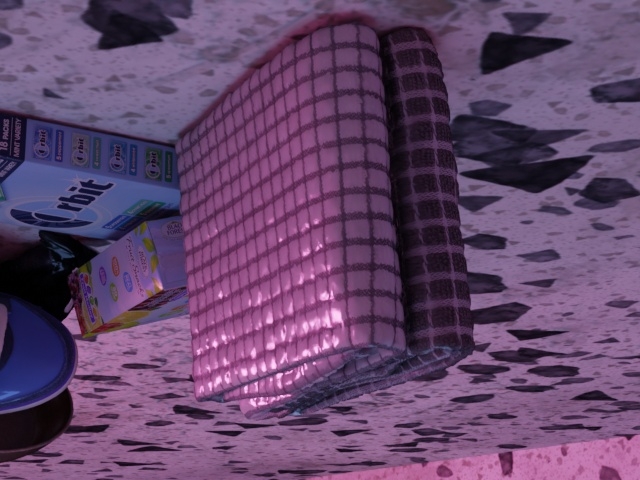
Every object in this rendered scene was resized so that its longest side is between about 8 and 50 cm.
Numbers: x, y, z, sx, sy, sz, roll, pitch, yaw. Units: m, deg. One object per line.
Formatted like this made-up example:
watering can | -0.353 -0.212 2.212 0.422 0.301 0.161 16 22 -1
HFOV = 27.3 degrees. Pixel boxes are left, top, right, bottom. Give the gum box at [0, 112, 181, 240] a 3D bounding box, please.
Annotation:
gum box | -0.214 -0.049 1.115 0.184 0.041 0.157 9 160 -30

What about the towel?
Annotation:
towel | 0.000 0.000 0.965 0.121 0.235 0.283 2 164 -27

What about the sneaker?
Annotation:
sneaker | -0.376 0.081 1.214 0.322 0.130 0.236 13 165 -13

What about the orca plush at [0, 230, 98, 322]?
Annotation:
orca plush | -0.299 0.082 1.424 0.151 0.102 0.287 12 158 -35

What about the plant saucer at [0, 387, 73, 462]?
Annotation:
plant saucer | -0.420 0.152 1.411 0.310 0.050 0.310 25 -163 -8

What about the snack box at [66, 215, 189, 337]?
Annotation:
snack box | -0.118 0.024 1.235 0.174 0.070 0.207 -11 172 -33
